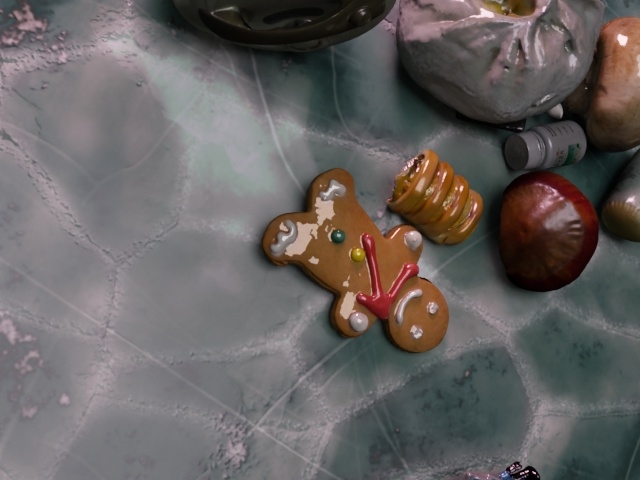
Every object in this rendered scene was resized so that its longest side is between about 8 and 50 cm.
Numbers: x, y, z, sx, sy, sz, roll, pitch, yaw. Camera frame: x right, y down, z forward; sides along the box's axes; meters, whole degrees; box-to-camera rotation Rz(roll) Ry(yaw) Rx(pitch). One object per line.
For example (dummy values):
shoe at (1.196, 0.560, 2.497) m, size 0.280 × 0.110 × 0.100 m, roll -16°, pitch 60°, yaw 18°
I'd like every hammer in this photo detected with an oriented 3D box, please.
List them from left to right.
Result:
hammer at (0.666, -0.022, 1.526) m, size 0.305 × 0.113 × 0.202 m, roll 45°, pitch 69°, yaw -15°

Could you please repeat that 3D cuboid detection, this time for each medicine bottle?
medicine bottle at (0.398, -0.166, 1.448) m, size 0.130 × 0.080 × 0.080 m, roll -14°, pitch 85°, yaw -25°

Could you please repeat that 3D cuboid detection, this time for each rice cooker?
rice cooker at (-0.052, -0.445, 1.184) m, size 0.335 × 0.335 × 0.325 m, roll 2°, pitch 79°, yaw -23°

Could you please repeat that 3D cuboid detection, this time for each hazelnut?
hazelnut at (0.378, -0.009, 1.380) m, size 0.170 × 0.160 × 0.202 m, roll 9°, pitch 113°, yaw -9°

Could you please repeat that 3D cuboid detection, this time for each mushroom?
mushroom at (0.539, -0.283, 1.468) m, size 0.255 × 0.184 × 0.255 m, roll 15°, pitch 73°, yaw -62°

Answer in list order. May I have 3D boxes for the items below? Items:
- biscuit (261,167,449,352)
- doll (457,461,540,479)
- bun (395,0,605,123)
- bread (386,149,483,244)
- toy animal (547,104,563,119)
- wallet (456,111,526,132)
biscuit at (0.082, 0.046, 1.272) m, size 0.340 × 0.047 × 0.216 m, roll 47°, pitch 71°, yaw -13°
doll at (0.257, 0.399, 1.282) m, size 0.195 × 0.070 × 0.096 m, roll -4°, pitch 112°, yaw -27°
bun at (0.303, -0.372, 1.352) m, size 0.354 × 0.194 × 0.355 m, roll 1°, pitch 75°, yaw -3°
bread at (0.192, -0.070, 1.341) m, size 0.177 × 0.084 × 0.119 m, roll 36°, pitch 68°, yaw -17°
toy animal at (0.404, -0.286, 1.479) m, size 0.071 × 0.085 × 0.124 m, roll 15°, pitch 87°, yaw -18°
wallet at (0.323, -0.311, 1.451) m, size 0.124 × 0.025 × 0.244 m, roll 13°, pitch 72°, yaw 7°
